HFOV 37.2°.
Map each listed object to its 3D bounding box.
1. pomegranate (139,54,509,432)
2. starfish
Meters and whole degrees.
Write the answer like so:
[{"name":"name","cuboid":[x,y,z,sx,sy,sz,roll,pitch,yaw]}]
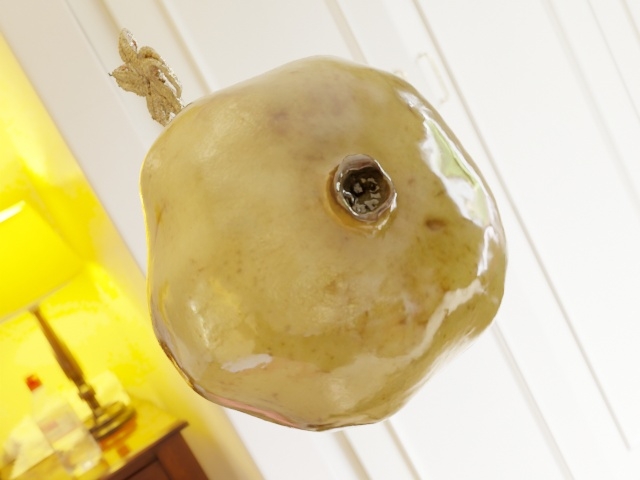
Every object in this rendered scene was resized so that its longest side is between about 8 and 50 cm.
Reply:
[{"name":"pomegranate","cuboid":[0.000,0.000,0.825,0.333,0.332,0.332,-27,13,7]},{"name":"starfish","cuboid":[-0.201,-0.178,1.127,0.053,0.209,0.150,-32,-31,-10]}]
